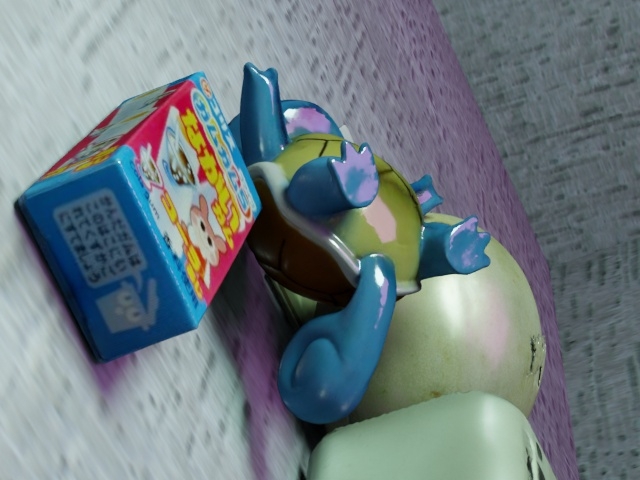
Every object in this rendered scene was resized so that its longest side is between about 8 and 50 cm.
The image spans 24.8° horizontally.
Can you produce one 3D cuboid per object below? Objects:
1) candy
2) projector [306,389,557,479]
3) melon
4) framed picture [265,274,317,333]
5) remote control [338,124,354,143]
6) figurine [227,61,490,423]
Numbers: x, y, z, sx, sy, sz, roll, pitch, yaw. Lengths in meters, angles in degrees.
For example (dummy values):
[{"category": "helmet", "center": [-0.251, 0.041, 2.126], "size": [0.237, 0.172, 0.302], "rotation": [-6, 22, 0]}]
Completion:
[{"category": "candy", "center": [-0.145, -0.031, 1.276], "size": [0.306, 0.100, 0.157], "rotation": [-68, 135, -69]}, {"category": "projector", "center": [0.121, 0.333, 1.455], "size": [0.249, 0.248, 0.248], "rotation": [-81, 148, -60]}, {"category": "melon", "center": [0.121, 0.134, 1.652], "size": [0.268, 0.269, 0.330], "rotation": [45, 42, -57]}, {"category": "framed picture", "center": [-0.016, 0.052, 1.784], "size": [0.231, 0.010, 0.173], "rotation": [-78, 145, -62]}, {"category": "remote control", "center": [0.063, -0.046, 2.134], "size": [0.103, 0.034, 0.250], "rotation": [-49, 117, -73]}, {"category": "figurine", "center": [0.024, -0.021, 1.494], "size": [0.298, 0.243, 0.416], "rotation": [21, 34, -32]}]
